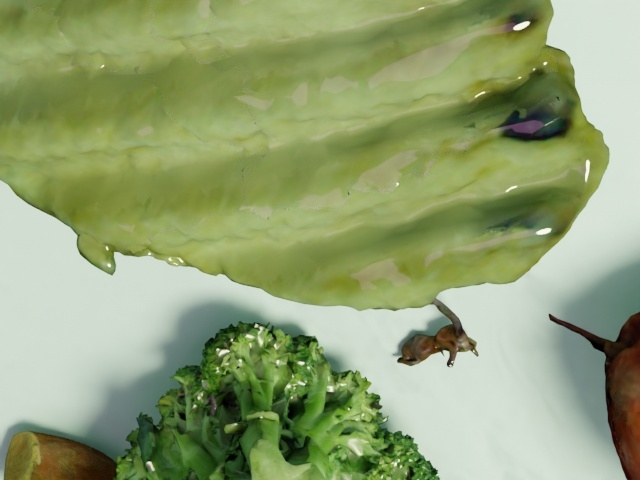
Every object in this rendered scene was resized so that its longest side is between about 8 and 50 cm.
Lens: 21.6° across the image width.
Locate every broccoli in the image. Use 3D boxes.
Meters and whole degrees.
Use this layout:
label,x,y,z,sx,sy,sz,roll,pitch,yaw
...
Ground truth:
label,x,y,z,sx,sy,sz,roll,pitch,yaw
broccoli,-0.024,0.145,0.912,0.195,0.195,0.156,16,160,-6

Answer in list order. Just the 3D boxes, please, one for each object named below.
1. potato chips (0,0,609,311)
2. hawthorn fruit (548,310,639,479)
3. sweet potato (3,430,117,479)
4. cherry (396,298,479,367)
label,x,y,z,sx,sy,sz,roll,pitch,yaw
potato chips,-0.048,-0.157,0.722,0.389,0.097,0.373,14,121,10
hawthorn fruit,0.221,0.099,0.867,0.235,0.181,0.181,24,118,1
sweet potato,-0.128,0.148,0.973,0.117,0.049,0.049,25,117,-15
cherry,0.000,0.000,0.867,0.107,0.090,0.225,-27,123,3
